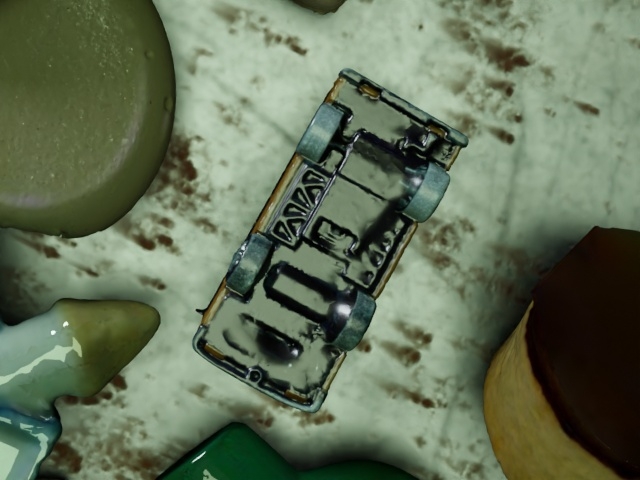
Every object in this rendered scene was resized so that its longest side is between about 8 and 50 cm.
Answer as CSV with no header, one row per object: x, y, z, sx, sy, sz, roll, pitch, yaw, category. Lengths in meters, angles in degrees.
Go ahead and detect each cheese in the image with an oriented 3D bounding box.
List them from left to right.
-0.176,-0.105,0.628,0.175,0.091,0.202,12,85,-30,cheese

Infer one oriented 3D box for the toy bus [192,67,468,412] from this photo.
0.000,0.000,0.654,0.098,0.114,0.201,29,88,-6,toy bus

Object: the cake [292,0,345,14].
0.043,-0.242,0.635,0.225,0.109,0.090,-44,96,2,cake

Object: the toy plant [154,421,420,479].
-0.022,0.247,0.679,0.243,0.112,0.232,28,92,1,toy plant

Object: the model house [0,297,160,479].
-0.261,0.103,0.640,0.325,0.194,0.267,-19,94,-15,model house

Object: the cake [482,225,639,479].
0.195,0.117,0.663,0.185,0.178,0.208,-7,62,-22,cake
